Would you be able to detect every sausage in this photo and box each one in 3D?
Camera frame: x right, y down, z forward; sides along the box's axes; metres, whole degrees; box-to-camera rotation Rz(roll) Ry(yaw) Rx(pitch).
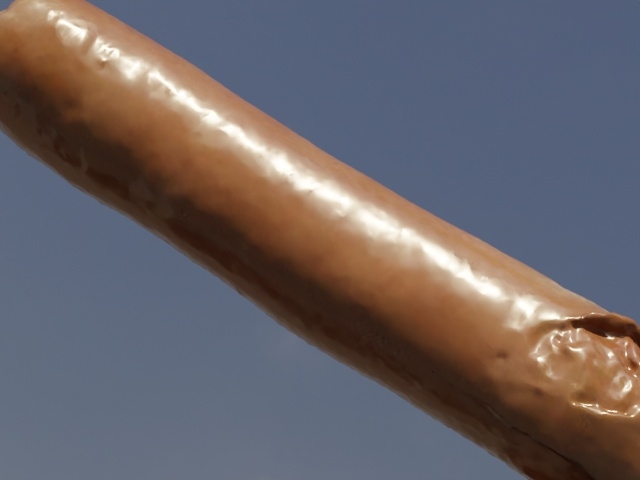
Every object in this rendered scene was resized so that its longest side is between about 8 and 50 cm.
[{"bbox_3d":[0.000,0.000,0.729,0.419,0.094,0.094,32,-82,15],"label":"sausage"}]
